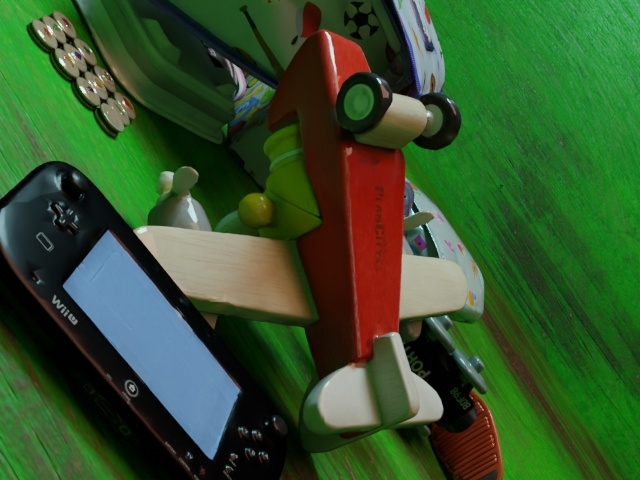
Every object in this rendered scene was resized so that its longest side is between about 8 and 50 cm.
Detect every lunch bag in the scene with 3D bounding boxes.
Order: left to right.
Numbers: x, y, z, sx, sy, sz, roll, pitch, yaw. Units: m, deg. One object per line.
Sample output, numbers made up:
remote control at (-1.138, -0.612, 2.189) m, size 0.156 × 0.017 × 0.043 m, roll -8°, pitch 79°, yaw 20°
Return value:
lunch bag at (-0.009, -0.296, 1.353) m, size 0.385 × 0.239 × 0.328 m, roll 40°, pitch 15°, yaw 4°
lunch bag at (0.166, 0.029, 1.858) m, size 0.262 × 0.160 × 0.223 m, roll 57°, pitch 11°, yaw 27°

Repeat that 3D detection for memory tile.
memory tile at (-0.254, -0.182, 1.165) m, size 0.148 × 0.012 × 0.113 m, roll 54°, pitch 14°, yaw -13°

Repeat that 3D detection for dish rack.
dish rack at (-0.229, -0.298, 1.415) m, size 0.333 × 0.072 × 0.285 m, roll 60°, pitch 14°, yaw 19°

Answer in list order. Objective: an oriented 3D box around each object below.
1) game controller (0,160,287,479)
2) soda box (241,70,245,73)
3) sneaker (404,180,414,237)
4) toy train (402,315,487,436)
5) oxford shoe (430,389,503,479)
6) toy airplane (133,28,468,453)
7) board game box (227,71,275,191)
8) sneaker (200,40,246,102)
game controller at (-0.136, 0.085, 0.837) m, size 0.319 × 0.067 × 0.166 m, roll 52°, pitch 14°, yaw -15°
soda box at (-0.176, -0.369, 1.756) m, size 0.216 × 0.074 × 0.069 m, roll 58°, pitch 14°, yaw 6°
sneaker at (0.101, -0.019, 1.687) m, size 0.148 × 0.131 × 0.350 m, roll -5°, pitch 54°, yaw -30°
toy train at (0.098, 0.121, 1.463) m, size 0.334 × 0.142 × 0.190 m, roll 50°, pitch 5°, yaw -28°
oxford shoe at (0.211, 0.268, 1.590) m, size 0.098 × 0.097 × 0.271 m, roll 52°, pitch 12°, yaw -43°
toy airplane at (-0.005, 0.029, 1.121) m, size 0.384 × 0.272 × 0.386 m, roll -54°, pitch 126°, yaw -36°
board game box at (-0.043, -0.182, 1.635) m, size 0.144 × 0.142 × 0.275 m, roll 49°, pitch 15°, yaw -23°
sneaker at (-0.170, -0.280, 1.576) m, size 0.178 × 0.072 × 0.077 m, roll 54°, pitch 15°, yaw -7°
